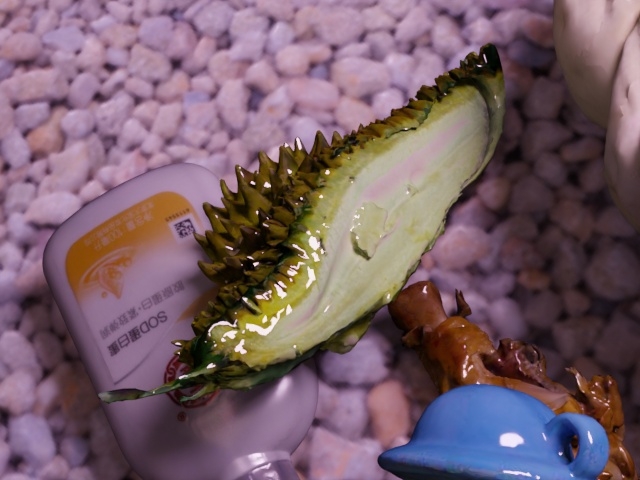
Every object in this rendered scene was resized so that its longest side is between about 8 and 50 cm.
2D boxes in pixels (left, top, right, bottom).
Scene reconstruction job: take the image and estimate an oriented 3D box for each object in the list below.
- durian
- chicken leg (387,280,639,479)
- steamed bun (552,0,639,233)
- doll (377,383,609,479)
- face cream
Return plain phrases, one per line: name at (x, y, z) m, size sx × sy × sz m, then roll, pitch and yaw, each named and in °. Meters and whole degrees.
durian at (0.001, -0.004, 0.724) m, size 0.132 × 0.106 × 0.375 m, roll 50°, pitch 57°, yaw -10°
chicken leg at (0.111, 0.097, 0.699) m, size 0.085 × 0.101 × 0.207 m, roll -20°, pitch 54°, yaw -24°
steamed bun at (0.320, -0.117, 0.631) m, size 0.352 × 0.247 × 0.339 m, roll -33°, pitch 51°, yaw 27°
doll at (0.037, 0.233, 0.601) m, size 0.363 × 0.145 × 0.199 m, roll -57°, pitch 45°, yaw 16°
face cream at (-0.078, 0.091, 0.760) m, size 0.144 × 0.071 × 0.291 m, roll -29°, pitch 67°, yaw 2°
